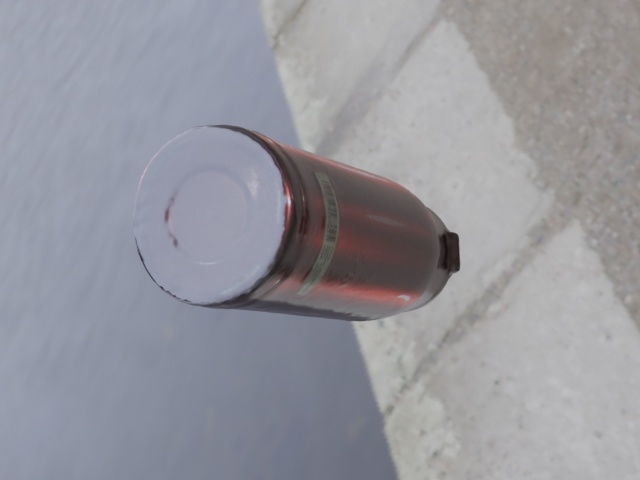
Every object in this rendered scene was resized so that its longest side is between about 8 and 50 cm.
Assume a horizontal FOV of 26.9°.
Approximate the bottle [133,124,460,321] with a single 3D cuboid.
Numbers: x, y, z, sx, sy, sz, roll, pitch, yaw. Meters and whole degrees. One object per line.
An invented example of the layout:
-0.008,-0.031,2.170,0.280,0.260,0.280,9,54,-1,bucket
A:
0.000,0.000,0.468,0.060,0.164,0.060,-3,83,25,bottle
